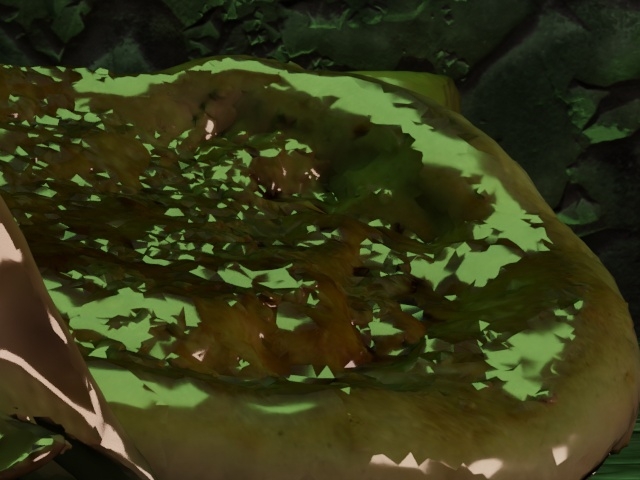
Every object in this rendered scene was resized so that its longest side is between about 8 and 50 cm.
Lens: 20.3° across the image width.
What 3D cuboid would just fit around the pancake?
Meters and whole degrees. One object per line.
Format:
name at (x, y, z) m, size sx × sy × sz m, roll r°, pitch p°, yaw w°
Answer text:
pancake at (-0.040, 0.006, 0.543) m, size 0.282 × 0.049 × 0.282 m, roll 8°, pitch 27°, yaw -4°

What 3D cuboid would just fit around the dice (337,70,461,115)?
dice at (0.000, 0.000, 1.349) m, size 0.227 × 0.233 × 0.238 m, roll -3°, pitch -3°, yaw 5°

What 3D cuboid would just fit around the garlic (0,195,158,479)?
garlic at (-0.165, 0.005, 0.287) m, size 0.151 × 0.196 × 0.338 m, roll -32°, pitch -18°, yaw 30°
